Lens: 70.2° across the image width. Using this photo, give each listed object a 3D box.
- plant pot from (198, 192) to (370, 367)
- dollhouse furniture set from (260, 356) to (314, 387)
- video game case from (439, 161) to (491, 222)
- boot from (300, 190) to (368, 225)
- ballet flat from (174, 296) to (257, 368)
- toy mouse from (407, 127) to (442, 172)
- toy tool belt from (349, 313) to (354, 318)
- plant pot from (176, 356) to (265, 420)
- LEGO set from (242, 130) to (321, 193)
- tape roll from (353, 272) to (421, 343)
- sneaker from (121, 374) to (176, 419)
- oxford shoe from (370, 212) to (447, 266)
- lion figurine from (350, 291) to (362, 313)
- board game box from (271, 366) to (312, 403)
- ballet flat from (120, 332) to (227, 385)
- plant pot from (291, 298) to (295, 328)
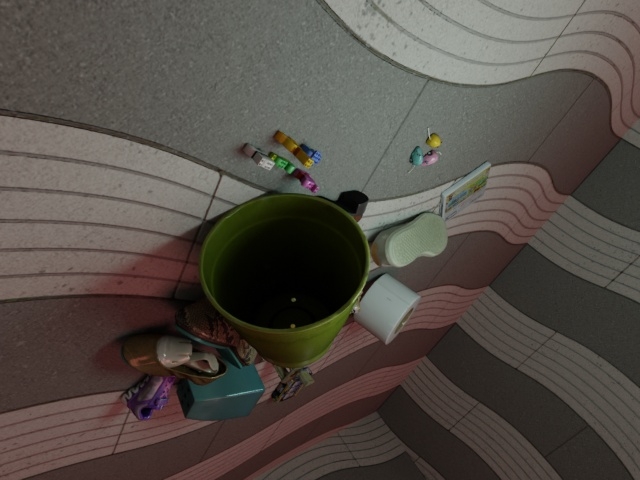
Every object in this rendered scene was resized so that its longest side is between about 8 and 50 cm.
[{"bbox_3d":[-0.078,0.136,1.116,0.367,0.366,0.353,-28,148,-20],"label":"plant pot"},{"bbox_3d":[-0.146,0.501,1.728,0.101,0.182,0.161,-48,150,14],"label":"dollhouse furniture set"},{"bbox_3d":[0.555,-0.179,1.768,0.227,0.026,0.206,-34,150,-9],"label":"video game case"},{"bbox_3d":[0.000,0.000,1.306,0.264,0.096,0.280,-26,146,-48],"label":"boot"},{"bbox_3d":[-0.261,0.235,1.297,0.182,0.164,0.482,-56,161,-17],"label":"ballet flat"},{"bbox_3d":[0.320,-0.254,1.387,0.143,0.031,0.161,-51,149,19],"label":"toy mouse"},{"bbox_3d":[0.126,0.280,1.887,0.051,0.052,0.083,22,115,-23],"label":"toy tool belt"},{"bbox_3d":[-0.345,0.500,1.530,0.234,0.165,0.165,1,131,-40],"label":"plant pot"},{"bbox_3d":[-0.050,-0.171,1.010,0.087,0.093,0.227,-50,149,16],"label":"LEGO set"},{"bbox_3d":[0.274,0.280,1.869,0.246,0.169,0.246,-44,157,-25],"label":"tape roll"},{"bbox_3d":[-0.475,0.439,1.345,0.236,0.104,0.095,-45,149,6],"label":"sneaker"},{"bbox_3d":[0.333,-0.002,1.667,0.130,0.169,0.449,-10,-174,43],"label":"oxford shoe"},{"bbox_3d":[0.027,0.293,1.726,0.240,0.142,0.392,-36,166,-22],"label":"lion figurine"},{"bbox_3d":[-0.132,0.668,2.110,0.141,0.048,0.170,-3,134,-50],"label":"board game box"},{"bbox_3d":[-0.373,0.322,1.244,0.124,0.116,0.342,-16,145,20],"label":"ballet flat"},{"bbox_3d":[-0.124,0.239,1.473,0.095,0.134,0.134,-8,144,-5],"label":"plant pot"}]
